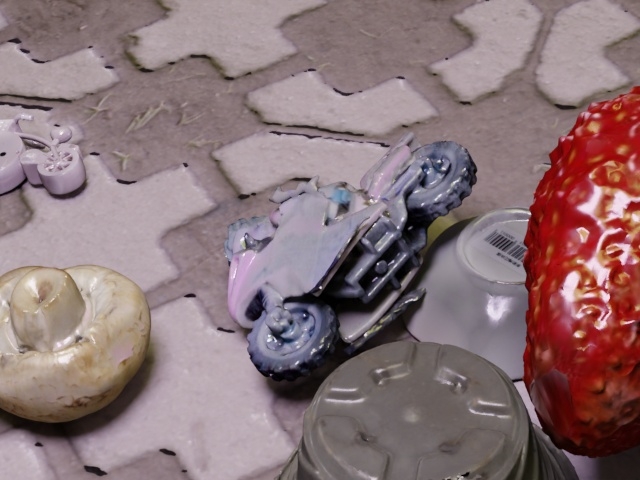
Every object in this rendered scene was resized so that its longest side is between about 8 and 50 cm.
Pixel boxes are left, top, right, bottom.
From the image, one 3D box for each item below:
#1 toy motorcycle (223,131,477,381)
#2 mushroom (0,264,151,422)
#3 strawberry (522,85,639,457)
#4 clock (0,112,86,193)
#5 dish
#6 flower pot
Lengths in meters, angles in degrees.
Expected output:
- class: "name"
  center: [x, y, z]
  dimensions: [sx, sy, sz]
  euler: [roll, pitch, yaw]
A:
- class: "toy motorcycle"
  center: [-0.003, -0.004, 1.288]
  dimensions: [0.239, 0.108, 0.204]
  euler: [-34, 32, -23]
- class: "mushroom"
  center: [-0.205, 0.076, 1.237]
  dimensions: [0.148, 0.112, 0.148]
  euler: [-11, 43, 10]
- class: "strawberry"
  center: [0.233, 0.018, 1.105]
  dimensions: [0.257, 0.261, 0.261]
  euler: [-13, 41, -10]
- class: "clock"
  center: [-0.274, -0.078, 1.474]
  dimensions: [0.129, 0.041, 0.087]
  euler: [6, 46, 23]
- class: "dish"
  center: [0.156, 0.025, 1.266]
  dimensions: [0.190, 0.066, 0.191]
  euler: [-5, 41, 4]
- class: "flower pot"
  center: [0.066, 0.161, 1.074]
  dimensions: [0.235, 0.140, 0.235]
  euler: [-5, 44, 5]
